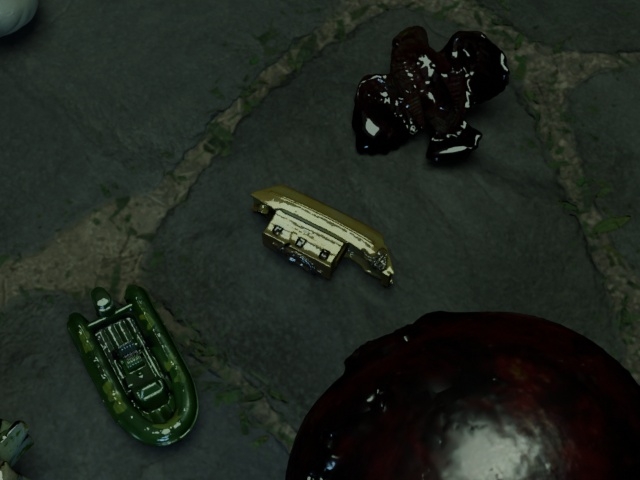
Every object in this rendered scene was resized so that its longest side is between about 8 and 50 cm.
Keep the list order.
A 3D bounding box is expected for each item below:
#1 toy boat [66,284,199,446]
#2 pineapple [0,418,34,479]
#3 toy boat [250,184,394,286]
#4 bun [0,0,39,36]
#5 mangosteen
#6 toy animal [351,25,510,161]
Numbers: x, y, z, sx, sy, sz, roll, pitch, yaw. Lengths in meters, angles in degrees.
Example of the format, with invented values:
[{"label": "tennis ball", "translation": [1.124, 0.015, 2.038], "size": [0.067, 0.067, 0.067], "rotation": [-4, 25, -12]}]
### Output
[{"label": "toy boat", "translation": [-0.209, 0.144, 1.478], "size": [0.104, 0.052, 0.210], "rotation": [-25, 66, -15]}, {"label": "pineapple", "translation": [-0.373, 0.310, 1.318], "size": [0.262, 0.262, 0.272], "rotation": [10, 53, 4]}, {"label": "toy boat", "translation": [0.000, 0.000, 1.553], "size": [0.200, 0.057, 0.077], "rotation": [26, 71, 11]}, {"label": "bun", "translation": [-0.433, -0.300, 1.673], "size": [0.138, 0.094, 0.138], "rotation": [6, 27, -3]}, {"label": "mangosteen", "translation": [0.155, 0.273, 1.273], "size": [0.381, 0.421, 0.381], "rotation": [-12, 21, 5]}, {"label": "toy animal", "translation": [0.136, -0.191, 1.645], "size": [0.218, 0.116, 0.179], "rotation": [-29, 35, 15]}]
